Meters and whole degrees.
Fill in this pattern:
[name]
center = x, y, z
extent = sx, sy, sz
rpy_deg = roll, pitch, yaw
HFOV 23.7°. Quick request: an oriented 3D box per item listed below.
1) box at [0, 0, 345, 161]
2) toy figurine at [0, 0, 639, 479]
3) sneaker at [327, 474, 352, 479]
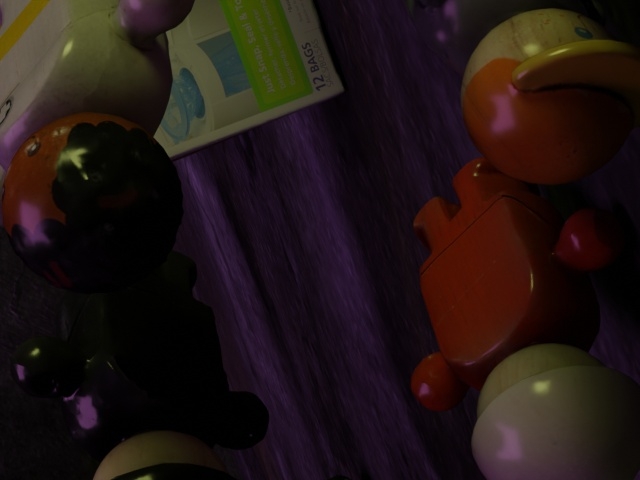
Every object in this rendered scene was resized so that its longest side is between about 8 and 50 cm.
[box]
center = -0.106, -0.097, 0.861
extent = 0.103, 0.203, 0.114
rpy_deg = -167, 56, -78
[toy figurine]
center = 0.000, 0.000, 0.484
extent = 0.148, 0.213, 0.209
rpy_deg = -104, 7, -46
[sneaker]
center = 0.038, 0.289, 1.331
extent = 0.098, 0.083, 0.223
rpy_deg = 34, 154, 29
